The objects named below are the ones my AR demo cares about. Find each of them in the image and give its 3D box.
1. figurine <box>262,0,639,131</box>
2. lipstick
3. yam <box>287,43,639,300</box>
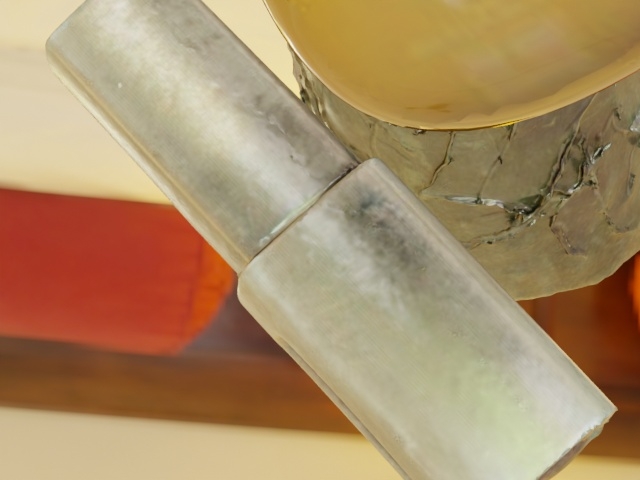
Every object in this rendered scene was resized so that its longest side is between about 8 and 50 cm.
[{"bbox_3d":[0.066,-0.119,0.453,0.192,0.257,0.167,-22,115,40],"label":"figurine"},{"bbox_3d":[0.000,0.000,0.762,0.253,0.077,0.079,48,173,10],"label":"lipstick"},{"bbox_3d":[0.078,-0.110,0.955,0.202,0.201,0.271,15,140,18],"label":"yam"}]
